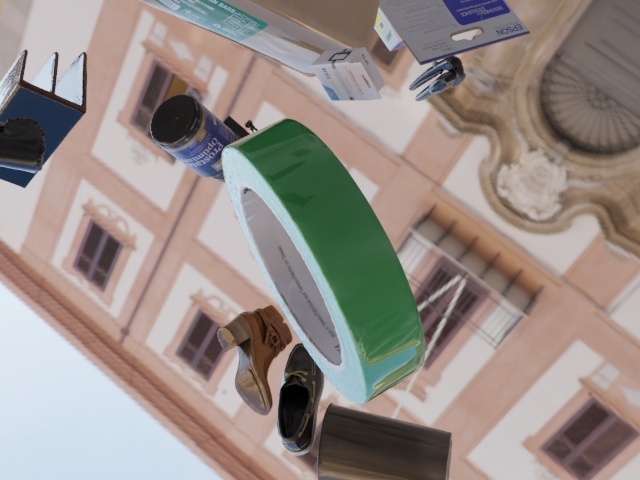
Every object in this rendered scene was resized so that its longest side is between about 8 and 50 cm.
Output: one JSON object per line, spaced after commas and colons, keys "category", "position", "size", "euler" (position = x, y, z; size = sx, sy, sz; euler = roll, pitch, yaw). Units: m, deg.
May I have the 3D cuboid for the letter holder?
{"category": "letter holder", "position": [-0.667, -0.305, 1.851], "size": [0.152, 0.302, 0.215], "euler": [22, -136, -35]}

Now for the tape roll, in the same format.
{"category": "tape roll", "position": [-0.004, 0.025, 0.911], "size": [0.077, 0.321, 0.321], "euler": [-28, -121, -14]}

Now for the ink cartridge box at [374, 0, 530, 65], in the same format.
{"category": "ink cartridge box", "position": [0.245, -0.508, 1.750], "size": [0.303, 0.072, 0.307], "euler": [-20, -109, -25]}

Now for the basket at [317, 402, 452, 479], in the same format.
{"category": "basket", "position": [0.123, 0.402, 1.499], "size": [0.226, 0.204, 0.154], "euler": [6, -135, 13]}

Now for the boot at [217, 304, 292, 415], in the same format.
{"category": "boot", "position": [-0.105, 0.227, 1.594], "size": [0.152, 0.073, 0.197], "euler": [-23, -88, -52]}

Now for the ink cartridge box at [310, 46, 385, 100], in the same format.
{"category": "ink cartridge box", "position": [0.034, -0.172, 0.847], "size": [0.028, 0.083, 0.048], "euler": [-48, -57, -21]}

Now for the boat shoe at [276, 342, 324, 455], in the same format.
{"category": "boat shoe", "position": [-0.040, 0.295, 1.577], "size": [0.081, 0.069, 0.228], "euler": [-7, -125, 13]}

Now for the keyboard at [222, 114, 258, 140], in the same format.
{"category": "keyboard", "position": [-0.212, -0.276, 2.220], "size": [0.180, 0.108, 0.023], "euler": [42, 178, 30]}

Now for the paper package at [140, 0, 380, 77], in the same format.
{"category": "paper package", "position": [-0.068, -0.428, 1.135], "size": [0.324, 0.168, 0.310], "euler": [20, -105, -29]}

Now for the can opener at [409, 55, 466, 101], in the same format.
{"category": "can opener", "position": [0.218, -0.310, 1.567], "size": [0.073, 0.186, 0.059], "euler": [-23, -84, -17]}

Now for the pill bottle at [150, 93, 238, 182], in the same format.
{"category": "pill bottle", "position": [-0.250, -0.209, 1.730], "size": [0.123, 0.122, 0.219], "euler": [56, -170, 32]}

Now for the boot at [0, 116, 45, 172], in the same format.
{"category": "boot", "position": [-0.574, -0.163, 1.375], "size": [0.207, 0.094, 0.246], "euler": [10, -162, -18]}
